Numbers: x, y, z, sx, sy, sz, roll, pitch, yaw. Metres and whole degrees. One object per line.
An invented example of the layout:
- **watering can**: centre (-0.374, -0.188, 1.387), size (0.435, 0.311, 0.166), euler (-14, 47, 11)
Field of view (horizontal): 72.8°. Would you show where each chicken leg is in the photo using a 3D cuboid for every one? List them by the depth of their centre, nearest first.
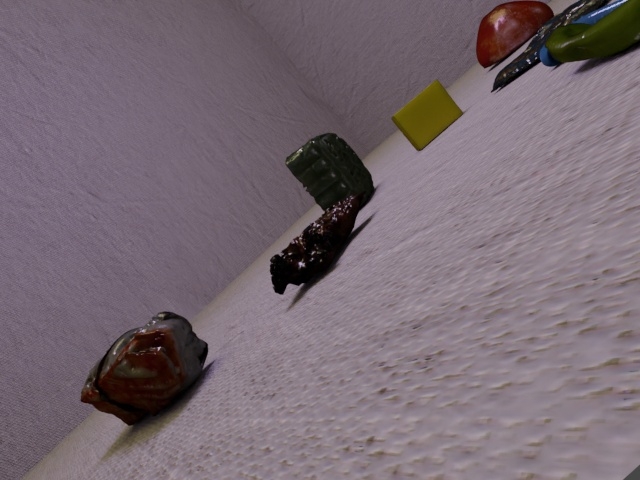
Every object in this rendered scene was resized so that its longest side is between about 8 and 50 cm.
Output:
- **chicken leg**: centre (0.000, 0.000, 0.643), size (0.105, 0.063, 0.234), euler (-31, 10, 37)

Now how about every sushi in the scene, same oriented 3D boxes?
- **sushi**: centre (-0.273, 0.201, 0.674), size (0.332, 0.124, 0.130), euler (-35, 19, 40)

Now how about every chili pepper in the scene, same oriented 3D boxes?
- **chili pepper**: centre (0.273, -0.200, 0.398), size (0.052, 0.050, 0.202), euler (-26, 8, -1)

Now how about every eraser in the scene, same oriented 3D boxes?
- **eraser**: centre (0.234, -0.275, 0.956), size (0.122, 0.097, 0.045), euler (-41, 3, 8)

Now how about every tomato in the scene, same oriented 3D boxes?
- **tomato**: centre (0.568, -0.651, 1.327), size (0.233, 0.139, 0.200), euler (-39, 13, 23)

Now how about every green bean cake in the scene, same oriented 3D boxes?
- **green bean cake**: centre (0.031, -0.147, 0.944), size (0.094, 0.181, 0.173), euler (-37, 5, 26)

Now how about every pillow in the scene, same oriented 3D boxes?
- **pillow**: centre (0.435, -0.385, 0.798), size (0.255, 0.034, 0.189), euler (-46, 5, -23)

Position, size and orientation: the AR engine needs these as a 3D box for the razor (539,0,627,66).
- **razor**: centre (0.343, -0.268, 0.476), size (0.082, 0.042, 0.253), euler (1, -8, -16)
